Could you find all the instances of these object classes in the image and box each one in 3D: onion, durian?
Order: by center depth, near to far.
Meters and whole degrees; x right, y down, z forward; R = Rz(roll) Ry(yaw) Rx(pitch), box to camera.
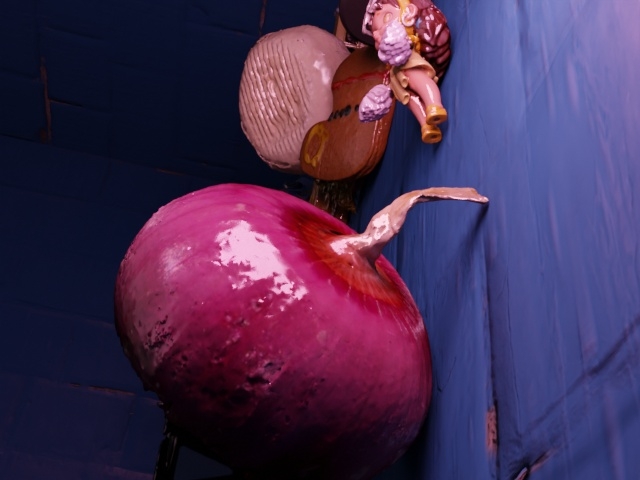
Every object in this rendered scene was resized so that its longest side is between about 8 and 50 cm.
[{"bbox_3d":[-0.037,0.070,0.830,0.358,0.358,0.345,-126,51,-82],"label":"onion"},{"bbox_3d":[0.043,-0.165,1.645,0.108,0.118,0.187,114,168,-82],"label":"durian"}]

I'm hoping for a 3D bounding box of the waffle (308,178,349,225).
[{"bbox_3d":[0.000,0.000,1.875,0.224,0.098,0.328,-158,81,-83],"label":"waffle"}]

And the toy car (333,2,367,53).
[{"bbox_3d":[0.099,-0.557,1.860,0.101,0.124,0.257,145,135,-80],"label":"toy car"}]

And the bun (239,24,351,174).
[{"bbox_3d":[-0.028,-0.329,1.832,0.359,0.210,0.360,23,122,43],"label":"bun"}]

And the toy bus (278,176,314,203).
[{"bbox_3d":[-0.079,-0.072,2.062,0.329,0.135,0.109,-38,-38,-58],"label":"toy bus"}]

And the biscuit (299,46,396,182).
[{"bbox_3d":[0.048,-0.252,1.550,0.262,0.052,0.277,15,92,56],"label":"biscuit"}]

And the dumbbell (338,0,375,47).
[{"bbox_3d":[0.115,-0.459,1.362,0.153,0.152,0.218,109,171,-52],"label":"dumbbell"}]

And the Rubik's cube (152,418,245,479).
[{"bbox_3d":[-0.091,0.333,1.138,0.283,0.293,0.289,120,162,-80],"label":"Rubik's cube"}]

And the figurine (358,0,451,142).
[{"bbox_3d":[0.120,-0.243,1.071,0.175,0.115,0.240,106,167,-54],"label":"figurine"}]
